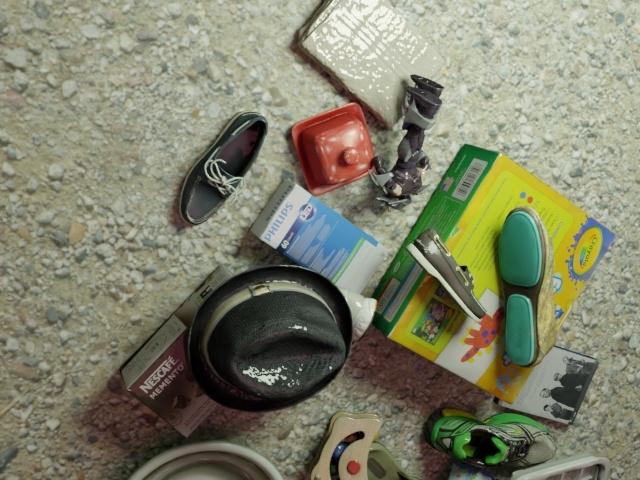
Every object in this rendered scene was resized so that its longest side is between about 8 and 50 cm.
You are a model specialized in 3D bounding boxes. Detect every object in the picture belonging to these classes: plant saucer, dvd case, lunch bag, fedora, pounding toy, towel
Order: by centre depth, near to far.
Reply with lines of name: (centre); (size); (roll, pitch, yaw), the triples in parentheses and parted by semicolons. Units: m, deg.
fedora: (-0.075, 0.206, 1.606); (0.334, 0.152, 0.334); (-5, 105, -18)
towel: (0.102, -0.377, 1.711); (0.282, 0.049, 0.187); (40, 89, -26)
plant saucer: (-0.263, 0.589, 1.799); (0.400, 0.100, 0.400); (-6, 106, -20)
pounding toy: (0.061, 0.504, 1.838); (0.154, 0.155, 0.270); (24, 87, -2)
lunch bag: (0.363, 0.613, 2.038); (0.151, 0.096, 0.129); (42, 66, -46)
dvd case: (0.553, 0.343, 2.083); (0.238, 0.029, 0.179); (19, 97, -23)

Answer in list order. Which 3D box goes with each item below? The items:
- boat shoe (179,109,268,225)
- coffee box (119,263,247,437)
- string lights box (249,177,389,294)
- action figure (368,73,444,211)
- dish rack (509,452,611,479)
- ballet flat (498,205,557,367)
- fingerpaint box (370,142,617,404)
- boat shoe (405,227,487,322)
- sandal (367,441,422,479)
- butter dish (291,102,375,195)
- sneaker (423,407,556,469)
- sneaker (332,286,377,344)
boat shoe: (-0.183, -0.135, 1.649); (0.095, 0.079, 0.254); (38, 89, -25)
coffee box: (-0.233, 0.217, 1.701); (0.297, 0.119, 0.168); (-46, 114, -5)
string lights box: (0.000, 0.000, 1.755); (0.259, 0.077, 0.133); (35, 90, -25)
action figure: (0.178, -0.180, 1.727); (0.185, 0.099, 0.285); (-39, 148, -54)
dish rack: (0.561, 0.665, 2.119); (0.285, 0.072, 0.333); (-10, 120, -19)
ballet flat: (0.434, 0.088, 1.755); (0.123, 0.123, 0.349); (-10, 107, -18)
fingerpaint box: (0.367, 0.074, 1.868); (0.371, 0.163, 0.445); (29, 93, -24)
boat shoe: (0.265, 0.072, 1.697); (0.068, 0.081, 0.228); (-44, 110, 0)
sandal: (0.180, 0.585, 1.974); (0.120, 0.086, 0.303); (-46, 115, -4)
butter dish: (0.044, -0.176, 1.703); (0.160, 0.118, 0.160); (-22, 110, -14)
sneaker: (0.417, 0.488, 2.006); (0.343, 0.146, 0.134); (9, 100, -25)
sneaker: (0.014, 0.197, 1.793); (0.121, 0.099, 0.262); (30, 118, -1)
